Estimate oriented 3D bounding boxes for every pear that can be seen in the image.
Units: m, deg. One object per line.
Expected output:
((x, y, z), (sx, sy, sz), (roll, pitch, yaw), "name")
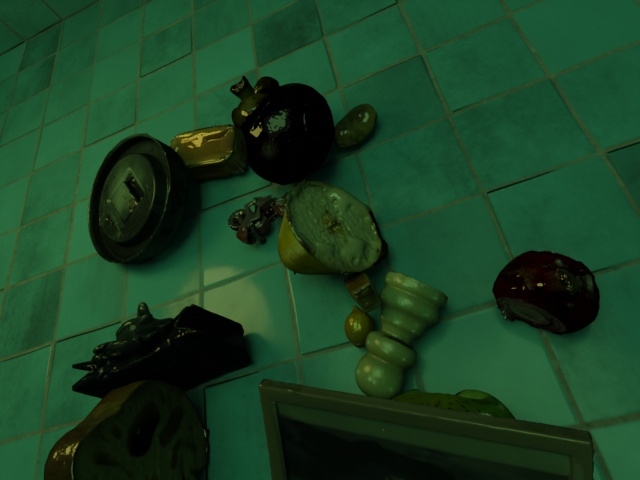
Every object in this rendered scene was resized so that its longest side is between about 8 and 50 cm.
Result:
((-0.002, -0.001, 1.021), (0.178, 0.266, 0.267), (-43, 46, 43), "pear")
((0.184, 0.326, 0.733), (0.292, 0.292, 0.160), (-10, 70, 19), "pear")

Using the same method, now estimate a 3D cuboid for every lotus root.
((-0.335, 0.448, 0.830), (0.111, 0.375, 0.391), (-17, 47, 10), "lotus root")

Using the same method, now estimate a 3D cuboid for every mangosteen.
((-0.100, -0.291, 1.143), (0.233, 0.287, 0.288), (-2, 63, 36), "mangosteen")

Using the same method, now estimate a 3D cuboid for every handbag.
((-0.350, 0.250, 0.987), (0.325, 0.269, 0.118), (-27, 55, 9), "handbag")

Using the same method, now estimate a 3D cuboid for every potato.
((0.092, -0.300, 1.197), (0.138, 0.070, 0.091), (-40, 54, -2), "potato")

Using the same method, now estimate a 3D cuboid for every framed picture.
((0.118, 0.370, 0.616), (0.445, 0.028, 0.326), (-2, 101, 29), "framed picture")

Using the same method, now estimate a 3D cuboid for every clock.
((-0.539, -0.118, 1.312), (0.386, 0.076, 0.387), (-8, 76, 33), "clock")

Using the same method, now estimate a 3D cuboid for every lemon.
((0.082, 0.182, 0.956), (0.065, 0.065, 0.092), (-13, 62, 17), "lemon")

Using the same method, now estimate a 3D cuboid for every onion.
((0.410, 0.074, 0.792), (0.173, 0.198, 0.135), (22, 68, 13), "onion")

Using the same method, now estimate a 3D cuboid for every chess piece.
((0.149, 0.197, 0.895), (0.133, 0.133, 0.243), (19, 80, 30), "chess piece")

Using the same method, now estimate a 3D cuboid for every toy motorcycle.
((-0.140, -0.056, 1.167), (0.212, 0.084, 0.118), (-19, 50, 8), "toy motorcycle")

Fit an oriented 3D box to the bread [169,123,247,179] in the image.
((-0.333, -0.256, 1.339), (0.241, 0.107, 0.136), (-6, 66, 21), "bread")

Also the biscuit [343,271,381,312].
((0.086, 0.103, 0.930), (0.052, 0.188, 0.056), (-31, 93, 1), "biscuit")
